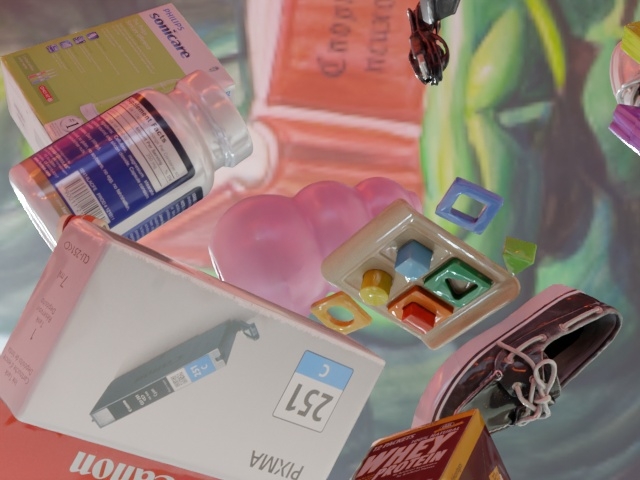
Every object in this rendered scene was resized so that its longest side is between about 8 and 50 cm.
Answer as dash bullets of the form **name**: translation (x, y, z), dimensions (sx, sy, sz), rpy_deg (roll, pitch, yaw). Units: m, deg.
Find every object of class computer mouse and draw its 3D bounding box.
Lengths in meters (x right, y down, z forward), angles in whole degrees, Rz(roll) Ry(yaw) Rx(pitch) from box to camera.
- **computer mouse**: translation (0.138, -0.334, 1.352), dimensions (0.188, 0.072, 0.272), rpy_deg (-89, 13, -57)

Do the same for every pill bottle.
- **pill bottle**: translation (-0.222, -0.087, 1.380), dimensions (0.153, 0.265, 0.153), rpy_deg (51, 164, 21)

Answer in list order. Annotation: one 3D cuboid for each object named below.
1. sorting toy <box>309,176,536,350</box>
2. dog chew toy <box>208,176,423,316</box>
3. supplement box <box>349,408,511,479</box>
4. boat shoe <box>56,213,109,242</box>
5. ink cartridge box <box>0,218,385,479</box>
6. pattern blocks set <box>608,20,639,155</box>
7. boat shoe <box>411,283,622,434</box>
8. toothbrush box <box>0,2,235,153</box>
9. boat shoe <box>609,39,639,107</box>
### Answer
- **sorting toy**: translation (0.118, 0.056, 1.430), dimensions (0.348, 0.196, 0.047), rpy_deg (-41, 21, 43)
- **dog chew toy**: translation (0.000, 0.000, 1.780), dimensions (0.206, 0.332, 0.206), rpy_deg (158, 90, -82)
- **supplement box**: translation (0.124, 0.310, 1.179), dimensions (0.194, 0.129, 0.191), rpy_deg (64, -156, -6)
- **boat shoe**: translation (-0.201, 0.032, 1.052), dimensions (0.049, 0.043, 0.137), rpy_deg (-69, -23, -46)
- **ink cartridge box**: translation (-0.119, 0.155, 0.883), dimensions (0.296, 0.066, 0.261), rpy_deg (27, -88, -40)
- **pattern blocks set**: translation (0.318, -0.081, 0.718), dimensions (0.285, 0.325, 0.026), rpy_deg (39, 133, 41)
- **boat shoe**: translation (0.242, 0.165, 1.374), dimensions (0.105, 0.306, 0.113), rpy_deg (23, 134, 47)
- **toothbrush box**: translation (-0.297, -0.211, 1.705), dimensions (0.206, 0.283, 0.122), rpy_deg (52, 154, 30)
- **boat shoe**: translation (0.497, -0.205, 1.677), dimensions (0.156, 0.136, 0.367), rpy_deg (43, -152, -43)
